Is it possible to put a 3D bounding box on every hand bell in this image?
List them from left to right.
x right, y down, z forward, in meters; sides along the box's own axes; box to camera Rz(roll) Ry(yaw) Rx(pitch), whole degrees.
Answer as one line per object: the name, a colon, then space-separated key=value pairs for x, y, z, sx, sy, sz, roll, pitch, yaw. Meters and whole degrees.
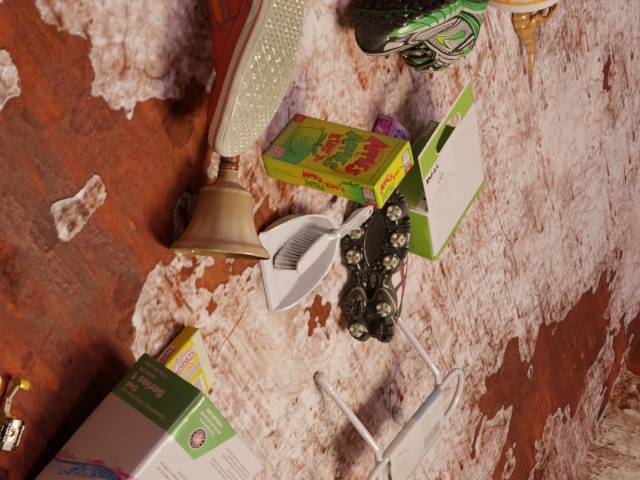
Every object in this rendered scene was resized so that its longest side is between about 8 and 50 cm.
hand bell: x=-0.116 y=-0.101 z=1.475 sx=0.126 sy=0.126 sz=0.242 roll=12 pitch=81 yaw=-60

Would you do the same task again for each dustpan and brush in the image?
dustpan and brush: x=0.000 y=0.000 z=1.726 sx=0.211 sy=0.060 sz=0.147 roll=-44 pitch=139 yaw=-39

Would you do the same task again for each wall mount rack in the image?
wall mount rack: x=0.112 y=0.291 z=2.007 sx=0.350 sy=0.130 sz=0.304 roll=-46 pitch=144 yaw=-38

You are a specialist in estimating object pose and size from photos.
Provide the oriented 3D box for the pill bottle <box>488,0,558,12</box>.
pill bottle: x=0.323 y=-0.521 z=1.903 sx=0.152 sy=0.152 sz=0.272 roll=-49 pitch=142 yaw=-35

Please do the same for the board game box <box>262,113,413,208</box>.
board game box: x=0.023 y=-0.109 z=1.588 sx=0.092 sy=0.181 sz=0.043 roll=-53 pitch=144 yaw=-31

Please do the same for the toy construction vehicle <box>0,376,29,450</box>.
toy construction vehicle: x=-0.360 y=0.189 z=1.266 sx=0.086 sy=0.035 sz=0.098 roll=23 pitch=82 yaw=-49

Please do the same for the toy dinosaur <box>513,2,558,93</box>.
toy dinosaur: x=0.383 y=-0.392 z=2.176 sx=0.112 sy=0.064 sz=0.211 roll=-39 pitch=130 yaw=-17

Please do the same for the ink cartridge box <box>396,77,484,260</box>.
ink cartridge box: x=0.175 y=-0.123 z=1.897 sx=0.189 sy=0.097 sz=0.255 roll=-55 pitch=150 yaw=-28

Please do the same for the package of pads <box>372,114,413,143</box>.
package of pads: x=0.112 y=-0.160 z=1.857 sx=0.083 sy=0.032 sz=0.050 roll=30 pitch=79 yaw=-59

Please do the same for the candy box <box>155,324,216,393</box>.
candy box: x=-0.213 y=0.213 z=1.517 sx=0.206 sy=0.027 sz=0.105 roll=-49 pitch=141 yaw=-34

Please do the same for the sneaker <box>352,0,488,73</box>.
sneaker: x=0.162 y=-0.311 z=1.762 sx=0.343 sy=0.134 sz=0.146 roll=-25 pitch=126 yaw=-53

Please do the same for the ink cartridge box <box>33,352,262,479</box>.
ink cartridge box: x=-0.226 y=0.308 z=1.412 sx=0.278 sy=0.117 sz=0.201 roll=-50 pitch=143 yaw=-17

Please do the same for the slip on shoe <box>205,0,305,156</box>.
slip on shoe: x=-0.088 y=-0.264 z=1.406 sx=0.123 sy=0.101 sz=0.331 roll=0 pitch=102 yaw=-64

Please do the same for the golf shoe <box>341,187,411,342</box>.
golf shoe: x=0.093 y=0.028 z=1.883 sx=0.120 sy=0.105 sz=0.273 roll=-54 pitch=154 yaw=-61
